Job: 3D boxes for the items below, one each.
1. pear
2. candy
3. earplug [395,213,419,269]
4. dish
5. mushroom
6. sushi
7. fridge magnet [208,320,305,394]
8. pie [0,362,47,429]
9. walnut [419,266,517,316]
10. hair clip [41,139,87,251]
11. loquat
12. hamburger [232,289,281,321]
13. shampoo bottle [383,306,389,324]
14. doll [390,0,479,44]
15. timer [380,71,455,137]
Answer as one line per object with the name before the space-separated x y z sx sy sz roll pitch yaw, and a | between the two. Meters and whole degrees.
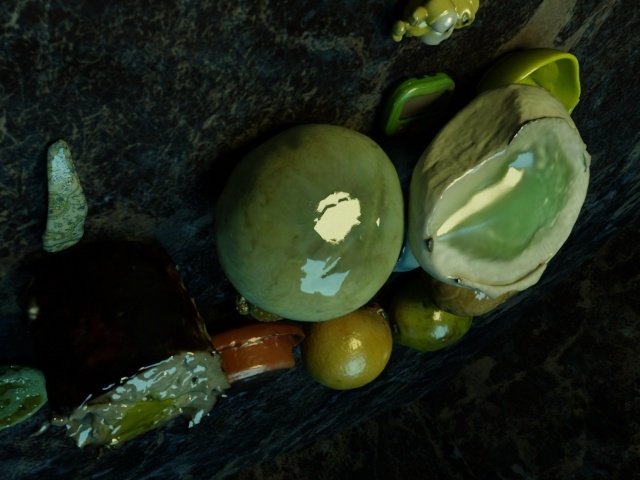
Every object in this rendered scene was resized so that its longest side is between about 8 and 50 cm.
pear | 0.361 0.229 1.753 0.321 0.269 0.269 -14 147 -31
candy | 0.343 -0.080 1.021 0.427 0.186 0.386 29 96 -37
earplug | 0.186 0.008 1.310 0.185 0.185 0.324 -43 154 20
dish | 0.408 -0.297 1.100 0.221 0.108 0.262 -42 148 20
mushroom | -0.012 -0.028 0.934 0.352 0.352 0.260 -19 -167 -23
sushi | -0.335 0.176 0.918 0.281 0.294 0.299 -30 151 -5
fridge magnet | -0.211 0.301 1.364 0.364 0.155 0.363 -17 162 -6
pie | -0.667 0.322 1.078 0.240 0.054 0.240 -24 149 -16
walnut | 0.417 0.065 1.506 0.333 0.333 0.333 -24 151 -14
hair clip | -0.378 -0.051 0.787 0.066 0.036 0.229 -19 150 -36
loquat | 0.077 0.282 1.525 0.275 0.275 0.275 -24 151 -14
hamburger | -0.094 0.118 1.251 0.215 0.122 0.189 -27 155 -3
shampoo bottle | 0.362 0.258 1.976 0.359 0.078 0.134 -10 139 -35
doll | 0.238 -0.387 0.812 0.291 0.086 0.117 -32 -178 3
timer | 0.180 -0.255 1.007 0.140 0.047 0.128 -18 151 -24
